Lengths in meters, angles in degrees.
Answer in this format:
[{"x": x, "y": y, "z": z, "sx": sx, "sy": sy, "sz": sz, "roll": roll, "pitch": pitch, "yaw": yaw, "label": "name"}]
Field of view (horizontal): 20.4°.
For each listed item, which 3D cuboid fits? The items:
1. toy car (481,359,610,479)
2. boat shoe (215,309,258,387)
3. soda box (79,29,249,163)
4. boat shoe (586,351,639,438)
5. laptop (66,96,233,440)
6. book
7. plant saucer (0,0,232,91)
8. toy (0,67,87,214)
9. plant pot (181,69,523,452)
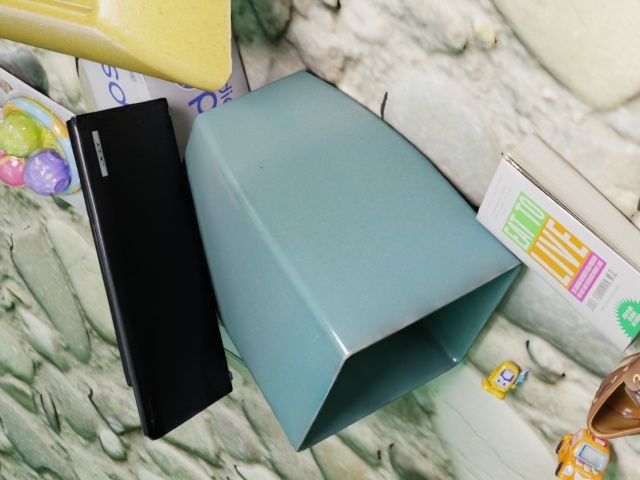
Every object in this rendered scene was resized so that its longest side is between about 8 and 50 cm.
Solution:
[{"x": 0.174, "y": 0.141, "z": 1.365, "sx": 0.122, "sy": 0.060, "sz": 0.040, "roll": 40, "pitch": 116, "yaw": 9, "label": "toy car"}, {"x": -0.084, "y": 0.061, "z": 1.583, "sx": 0.302, "sy": 0.109, "sz": 0.094, "roll": 40, "pitch": 149, "yaw": 15, "label": "boat shoe"}, {"x": -0.120, "y": -0.111, "z": 1.456, "sx": 0.091, "sy": 0.098, "sz": 0.286, "roll": 22, "pitch": 138, "yaw": 43, "label": "soda box"}, {"x": 0.242, "y": 0.099, "z": 1.220, "sx": 0.064, "sy": 0.060, "sz": 0.178, "roll": 51, "pitch": 150, "yaw": 2, "label": "boat shoe"}, {"x": -0.162, "y": 0.019, "z": 1.356, "sx": 0.264, "sy": 0.136, "sz": 0.234, "roll": -4, "pitch": 99, "yaw": 56, "label": "laptop"}, {"x": 0.178, "y": 0.004, "z": 1.243, "sx": 0.144, "sy": 0.035, "sz": 0.096, "roll": 43, "pitch": 152, "yaw": 14, "label": "book"}, {"x": -0.200, "y": -0.289, "z": 1.289, "sx": 0.333, "sy": 0.081, "sz": 0.333, "roll": 18, "pitch": 113, "yaw": 44, "label": "plant saucer"}, {"x": -0.300, "y": -0.094, "z": 1.761, "sx": 0.237, "sy": 0.056, "sz": 0.137, "roll": 36, "pitch": 147, "yaw": 27, "label": "toy"}, {"x": 0.000, "y": 0.000, "z": 1.353, "sx": 0.234, "sy": 0.165, "sz": 0.166, "roll": 54, "pitch": 151, "yaw": 18, "label": "plant pot"}]
